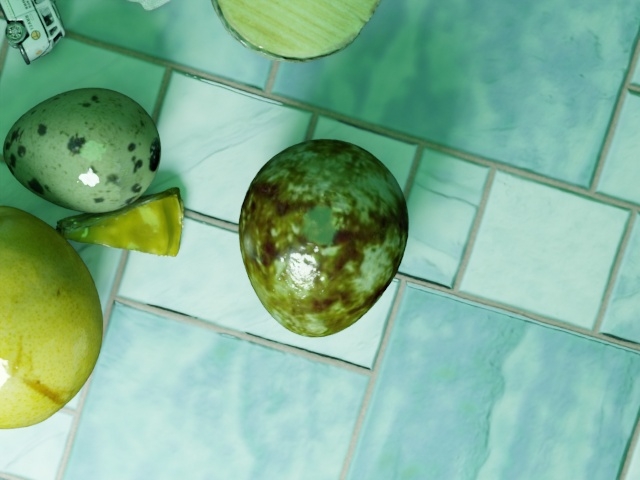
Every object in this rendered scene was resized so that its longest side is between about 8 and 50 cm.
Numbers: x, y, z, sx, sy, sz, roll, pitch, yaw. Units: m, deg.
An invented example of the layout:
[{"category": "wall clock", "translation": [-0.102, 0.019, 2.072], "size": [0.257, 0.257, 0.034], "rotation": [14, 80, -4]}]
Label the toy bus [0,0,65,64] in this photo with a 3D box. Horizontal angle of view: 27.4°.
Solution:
[{"category": "toy bus", "translation": [-0.429, -0.351, 1.869], "size": [0.089, 0.087, 0.194], "rotation": [-25, 95, -10]}]

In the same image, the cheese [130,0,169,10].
[{"category": "cheese", "translation": [-0.285, -0.447, 1.880], "size": [0.135, 0.052, 0.244], "rotation": [-31, 95, -2]}]

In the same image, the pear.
[{"category": "pear", "translation": [-0.449, 0.113, 1.804], "size": [0.314, 0.314, 0.314], "rotation": [0, 96, -3]}]

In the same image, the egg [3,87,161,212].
[{"category": "egg", "translation": [-0.337, -0.127, 1.851], "size": [0.228, 0.177, 0.177], "rotation": [1, 96, 13]}]

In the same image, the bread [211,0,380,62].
[{"category": "bread", "translation": [-0.034, -0.389, 1.903], "size": [0.267, 0.040, 0.267], "rotation": [0, 96, -2]}]

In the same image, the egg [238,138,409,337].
[{"category": "egg", "translation": [0.000, 0.000, 1.847], "size": [0.238, 0.238, 0.289], "rotation": [12, 106, -4]}]

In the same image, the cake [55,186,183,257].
[{"category": "cake", "translation": [-0.279, -0.038, 1.897], "size": [0.185, 0.080, 0.116], "rotation": [17, 93, -15]}]
